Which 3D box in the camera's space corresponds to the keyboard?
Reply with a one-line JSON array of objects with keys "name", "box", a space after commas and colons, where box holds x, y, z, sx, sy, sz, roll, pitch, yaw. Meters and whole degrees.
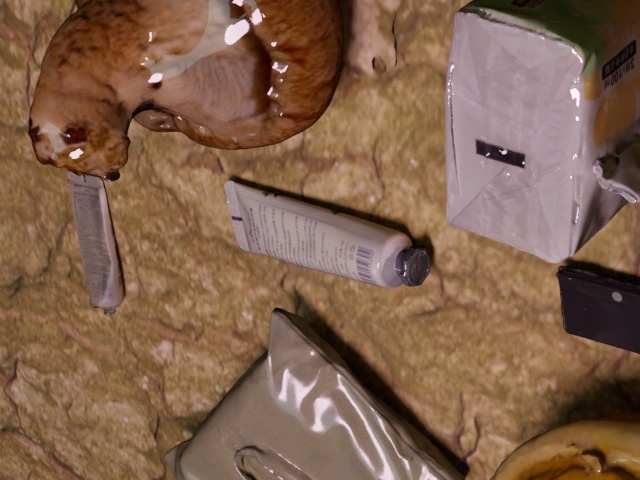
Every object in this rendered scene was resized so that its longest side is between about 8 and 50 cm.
[{"name": "keyboard", "box": [0.290, 0.071, 1.134, 0.231, 0.023, 0.072, 16, 135, 35]}]

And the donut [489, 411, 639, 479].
[{"name": "donut", "box": [0.316, 0.323, 1.158, 0.449, 0.198, 0.449, 24, 132, 30]}]

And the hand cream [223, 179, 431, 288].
[{"name": "hand cream", "box": [0.000, 0.000, 1.335, 0.234, 0.050, 0.080, 16, 129, 40]}]

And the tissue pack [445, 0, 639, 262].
[{"name": "tissue pack", "box": [0.198, -0.103, 0.930, 0.145, 0.229, 0.159, 22, 131, 29]}]

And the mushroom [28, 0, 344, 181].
[{"name": "mushroom", "box": [-0.109, -0.185, 1.192, 0.267, 0.254, 0.267, 5, 115, 11]}]

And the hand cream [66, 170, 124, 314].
[{"name": "hand cream", "box": [-0.241, 0.005, 1.572, 0.057, 0.037, 0.165, 12, 118, 37]}]

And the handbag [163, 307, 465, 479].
[{"name": "handbag", "box": [-0.018, 0.237, 1.471, 0.253, 0.109, 0.316, 42, 133, 5]}]
